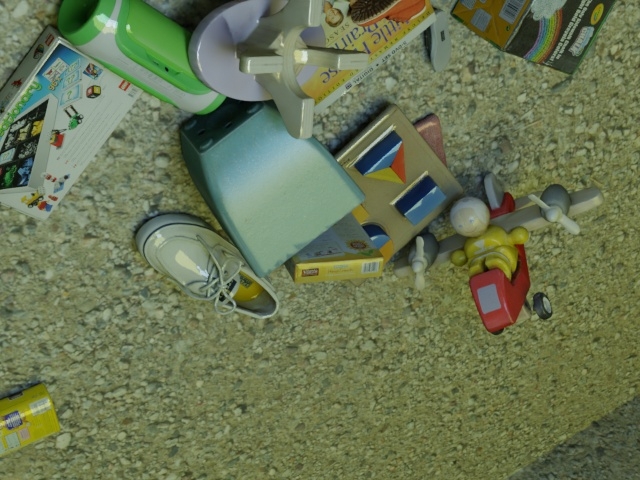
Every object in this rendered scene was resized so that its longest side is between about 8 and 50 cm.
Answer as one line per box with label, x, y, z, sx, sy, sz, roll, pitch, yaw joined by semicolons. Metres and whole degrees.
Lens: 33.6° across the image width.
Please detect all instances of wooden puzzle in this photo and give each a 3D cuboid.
wooden puzzle;0.123;-0.075;2.223;0.322;0.080;0.348;-42;135;4

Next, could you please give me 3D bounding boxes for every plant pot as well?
plant pot;-0.114;-0.137;1.938;0.247;0.248;0.252;-37;124;-3

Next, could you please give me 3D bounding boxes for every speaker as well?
speaker;-0.281;-0.315;1.740;0.131;0.131;0.296;-50;137;11

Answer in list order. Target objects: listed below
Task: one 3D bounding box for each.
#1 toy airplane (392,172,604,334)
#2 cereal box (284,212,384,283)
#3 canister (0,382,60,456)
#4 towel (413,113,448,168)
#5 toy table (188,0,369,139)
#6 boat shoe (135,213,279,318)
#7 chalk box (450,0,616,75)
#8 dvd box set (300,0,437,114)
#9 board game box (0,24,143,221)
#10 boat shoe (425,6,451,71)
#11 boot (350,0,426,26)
toy airplane;0.376;-0.017;2.321;0.386;0.384;0.272;-50;126;-7
cereal box;0.000;0.000;2.015;0.173;0.240;0.047;-4;118;-17
canister;-0.617;0.367;2.122;0.170;0.073;0.126;-22;135;-21
towel;0.132;-0.108;2.282;0.329;0.037;0.237;-30;136;-11
toy table;-0.061;-0.307;1.747;0.274;0.161;0.252;-24;122;-34
boat shoe;-0.206;0.077;2.105;0.136;0.156;0.367;-46;138;6
chalk box;0.443;-0.455;2.104;0.289;0.179;0.180;9;119;-41
dvd box set;0.011;-0.454;1.879;0.308;0.062;0.420;-38;138;-2
board game box;-0.457;-0.188;1.775;0.305;0.053;0.193;-50;138;11
boat shoe;0.229;-0.400;2.098;0.049;0.040;0.142;-32;139;-23
boot;0.127;-0.413;1.908;0.158;0.059;0.084;-31;142;-13
